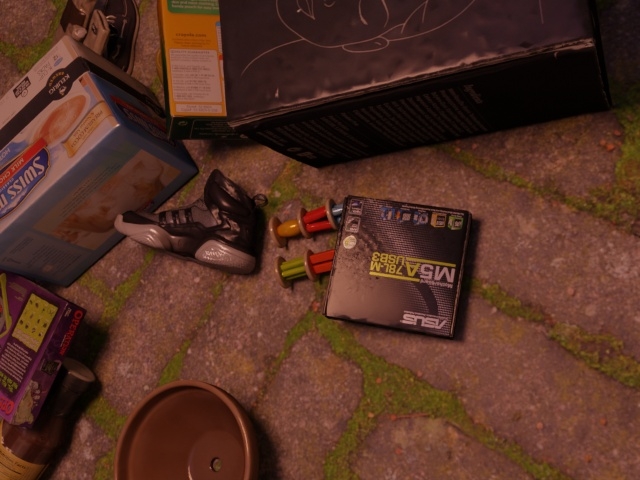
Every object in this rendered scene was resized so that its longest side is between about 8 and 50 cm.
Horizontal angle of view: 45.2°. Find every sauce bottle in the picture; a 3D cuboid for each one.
[{"bbox_3d":[-0.505,0.353,1.296,0.111,0.111,0.344,37,90,29],"label":"sauce bottle"}]

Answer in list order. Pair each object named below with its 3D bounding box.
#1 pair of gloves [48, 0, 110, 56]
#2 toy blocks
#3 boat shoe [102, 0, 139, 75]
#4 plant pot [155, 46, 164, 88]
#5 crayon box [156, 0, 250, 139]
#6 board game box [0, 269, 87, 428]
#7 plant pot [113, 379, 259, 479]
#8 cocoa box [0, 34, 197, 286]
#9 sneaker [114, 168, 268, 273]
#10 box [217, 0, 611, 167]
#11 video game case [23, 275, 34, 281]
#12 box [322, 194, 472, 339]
[{"bbox_3d":[-0.464,-0.375,1.490,0.204,0.042,0.240,-60,44,26],"label":"pair of gloves"},{"bbox_3d":[0.000,0.000,1.191,0.148,0.054,0.123,-17,67,20],"label":"toy blocks"},{"bbox_3d":[-0.403,-0.413,1.503,0.075,0.065,0.206,-12,70,22],"label":"boat shoe"},{"bbox_3d":[-0.240,-0.310,1.377,0.134,0.095,0.134,-8,72,24],"label":"plant pot"},{"bbox_3d":[-0.164,-0.326,1.293,0.203,0.083,0.323,-2,69,-17],"label":"crayon box"},{"bbox_3d":[-0.549,0.160,1.325,0.346,0.056,0.208,18,76,42],"label":"board game box"},{"bbox_3d":[-0.181,0.333,1.145,0.237,0.109,0.238,-8,71,23],"label":"plant pot"},{"bbox_3d":[-0.439,-0.124,1.336,0.347,0.231,0.228,-40,63,10],"label":"cocoa box"},{"bbox_3d":[-0.210,-0.044,1.283,0.268,0.101,0.153,15,81,22],"label":"sneaker"},{"bbox_3d":[0.123,-0.396,1.085,0.471,0.297,0.480,-9,80,24],"label":"box"},{"bbox_3d":[-0.714,0.062,1.524,0.329,0.036,0.300,-27,65,16],"label":"video game case"},{"bbox_3d":[0.112,0.037,1.111,0.190,0.045,0.184,9,76,14],"label":"box"}]
